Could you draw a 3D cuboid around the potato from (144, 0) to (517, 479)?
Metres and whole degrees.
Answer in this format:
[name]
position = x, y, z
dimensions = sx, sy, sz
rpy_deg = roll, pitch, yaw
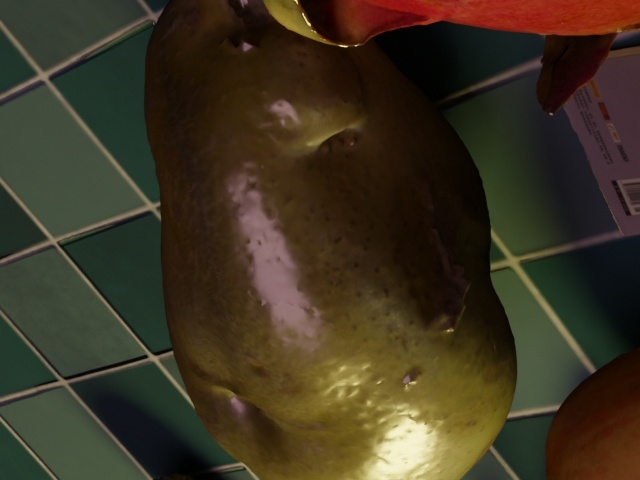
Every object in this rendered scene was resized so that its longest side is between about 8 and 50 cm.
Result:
[potato]
position = -0.003, -0.001, 0.931
dimensions = 0.202, 0.218, 0.351
rpy_deg = -11, 125, 9

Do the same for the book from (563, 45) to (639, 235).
[book]
position = 0.225, -0.058, 0.872
dimensions = 0.182, 0.014, 0.127
rpy_deg = -5, 127, 38

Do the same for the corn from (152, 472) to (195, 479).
[corn]
position = -0.052, 0.312, 1.375
dimensions = 0.293, 0.106, 0.106
rpy_deg = 43, 140, -8

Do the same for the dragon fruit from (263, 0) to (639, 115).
[dragon fruit]
position = 0.084, -0.198, 0.687
dimensions = 0.291, 0.189, 0.290
rpy_deg = 19, 139, 18

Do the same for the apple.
[apple]
position = 0.228, 0.132, 0.939
dimensions = 0.199, 0.199, 0.199
rpy_deg = 19, 139, 18
